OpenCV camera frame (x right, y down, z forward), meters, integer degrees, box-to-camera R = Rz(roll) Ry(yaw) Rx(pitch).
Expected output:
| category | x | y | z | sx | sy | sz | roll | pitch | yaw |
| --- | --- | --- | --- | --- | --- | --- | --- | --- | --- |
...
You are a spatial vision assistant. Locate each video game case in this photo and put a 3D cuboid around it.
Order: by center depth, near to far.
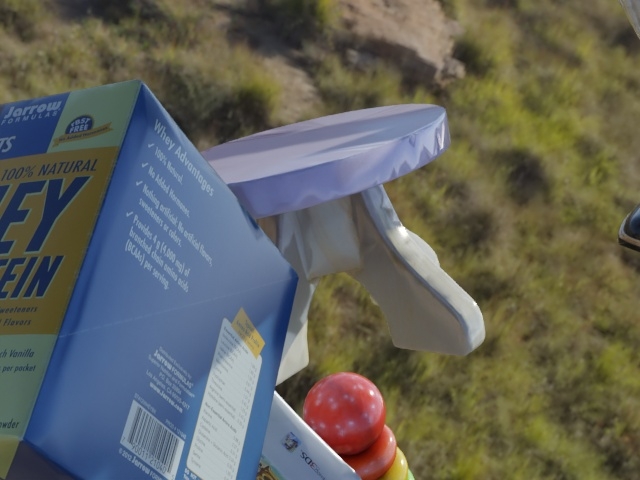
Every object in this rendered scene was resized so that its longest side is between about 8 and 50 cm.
| category | x | y | z | sx | sy | sz | roll | pitch | yaw |
| --- | --- | --- | --- | --- | --- | --- | --- | --- | --- |
| video game case | -0.101 | 0.200 | 1.159 | 0.244 | 0.269 | 0.061 | 45 | 64 | 2 |

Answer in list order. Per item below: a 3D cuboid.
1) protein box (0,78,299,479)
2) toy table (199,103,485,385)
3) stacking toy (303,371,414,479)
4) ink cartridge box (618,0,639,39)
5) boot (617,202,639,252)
| category | x | y | z | sx | sy | sz | roll | pitch | yaw |
| --- | --- | --- | --- | --- | --- | --- | --- | --- | --- |
| protein box | -0.128 | 0.058 | 0.612 | 0.136 | 0.200 | 0.201 | -6 | 55 | 25 |
| toy table | 0.000 | 0.000 | 0.843 | 0.274 | 0.160 | 0.252 | -21 | 19 | -35 |
| stacking toy | 0.060 | 0.281 | 1.258 | 0.141 | 0.330 | 0.141 | -11 | 34 | 7 |
| ink cartridge box | 0.290 | -0.247 | 0.729 | 0.100 | 0.237 | 0.172 | 64 | 18 | 15 |
| boot | 0.386 | -0.080 | 1.164 | 0.077 | 0.137 | 0.198 | 26 | 43 | 36 |
